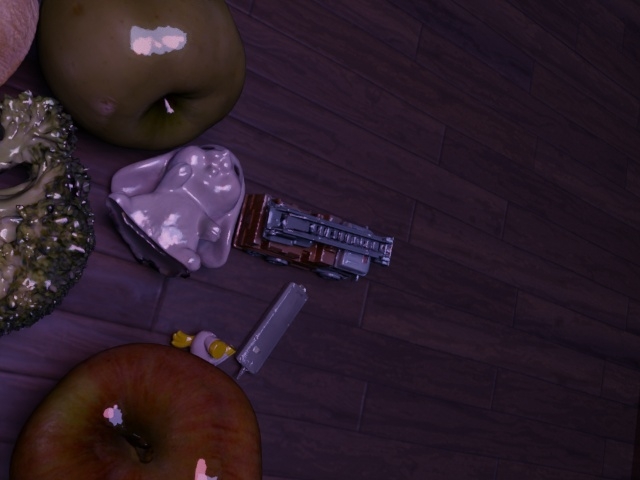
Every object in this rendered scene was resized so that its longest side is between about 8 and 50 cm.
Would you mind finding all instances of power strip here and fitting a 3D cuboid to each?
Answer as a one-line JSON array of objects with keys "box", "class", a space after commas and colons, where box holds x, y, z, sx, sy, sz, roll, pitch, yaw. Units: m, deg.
[{"box": [-0.111, 0.198, 1.330, 0.060, 0.027, 0.252, 46, 64, -22], "class": "power strip"}]

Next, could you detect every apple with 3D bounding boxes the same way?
[{"box": [-0.314, -0.338, 1.063, 0.357, 0.357, 0.357, 3, 84, -33], "class": "apple"}, {"box": [-0.293, 0.373, 1.004, 0.401, 0.333, 0.400, 6, 55, -9], "class": "apple"}]

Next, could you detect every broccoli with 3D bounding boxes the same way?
[{"box": [-0.558, -0.008, 0.958, 0.397, 0.275, 0.353, -16, 73, -26], "class": "broccoli"}]

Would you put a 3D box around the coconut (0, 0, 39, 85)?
[{"box": [-0.607, -0.360, 0.883, 0.347, 0.360, 0.346, -1, 79, 3], "class": "coconut"}]

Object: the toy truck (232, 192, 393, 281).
[{"box": [0.000, 0.000, 1.325, 0.338, 0.184, 0.132, 19, 77, -30], "class": "toy truck"}]

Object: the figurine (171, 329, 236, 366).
[{"box": [-0.241, 0.268, 1.214, 0.130, 0.109, 0.178, 9, 81, -5], "class": "figurine"}]

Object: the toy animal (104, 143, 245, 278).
[{"box": [-0.258, -0.057, 1.176, 0.289, 0.174, 0.249, -26, 88, -30], "class": "toy animal"}]
